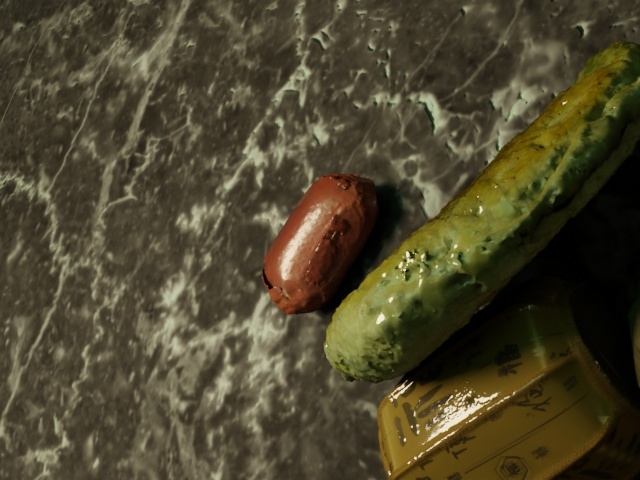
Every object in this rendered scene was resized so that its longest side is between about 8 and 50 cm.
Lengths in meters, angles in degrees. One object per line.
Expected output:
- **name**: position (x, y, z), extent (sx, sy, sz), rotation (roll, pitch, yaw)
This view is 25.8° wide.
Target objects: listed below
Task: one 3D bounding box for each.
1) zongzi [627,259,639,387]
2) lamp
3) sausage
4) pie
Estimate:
- **zongzi**: position (0.304, 0.035, 0.946), extent (0.189, 0.081, 0.178), rotation (-8, 20, 16)
- **lamp**: position (0.141, 0.124, 0.987), extent (0.185, 0.161, 0.161), rotation (-38, 47, 26)
- **sausage**: position (0.000, 0.000, 1.259), extent (0.141, 0.076, 0.076), rotation (-56, 41, 9)
- **pie**: position (0.122, -0.016, 1.008), extent (0.070, 0.323, 0.323), rotation (44, 109, 2)
